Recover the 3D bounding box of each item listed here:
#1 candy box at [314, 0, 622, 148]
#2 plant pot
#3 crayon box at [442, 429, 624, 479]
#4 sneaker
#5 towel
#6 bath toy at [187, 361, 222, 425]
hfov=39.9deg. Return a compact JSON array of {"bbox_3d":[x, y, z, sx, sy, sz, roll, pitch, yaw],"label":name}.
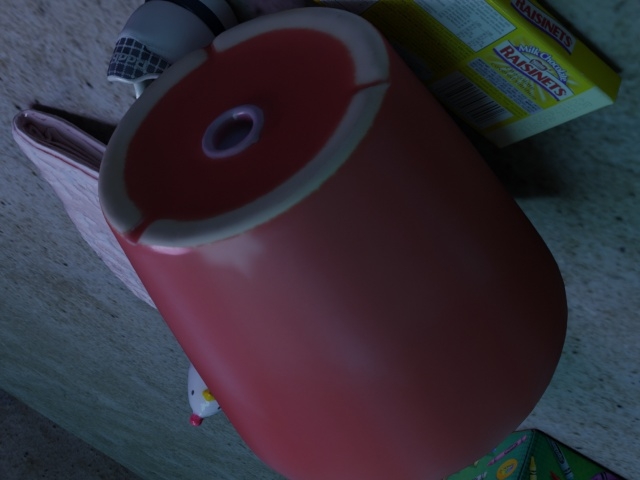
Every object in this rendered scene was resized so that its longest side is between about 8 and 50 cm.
[{"bbox_3d":[0.074,-0.135,0.537,0.206,0.027,0.105,35,153,-20],"label":"candy box"},{"bbox_3d":[0.000,0.000,0.592,0.275,0.274,0.243,6,147,35],"label":"plant pot"},{"bbox_3d":[0.271,0.347,1.223,0.165,0.081,0.278,31,154,-11],"label":"crayon box"},{"bbox_3d":[-0.085,-0.090,0.691,0.090,0.094,0.235,6,150,32],"label":"sneaker"},{"bbox_3d":[-0.160,0.029,0.952,0.317,0.053,0.331,31,158,27],"label":"towel"},{"bbox_3d":[-0.045,0.268,1.304,0.348,0.129,0.151,26,155,0],"label":"bath toy"}]
